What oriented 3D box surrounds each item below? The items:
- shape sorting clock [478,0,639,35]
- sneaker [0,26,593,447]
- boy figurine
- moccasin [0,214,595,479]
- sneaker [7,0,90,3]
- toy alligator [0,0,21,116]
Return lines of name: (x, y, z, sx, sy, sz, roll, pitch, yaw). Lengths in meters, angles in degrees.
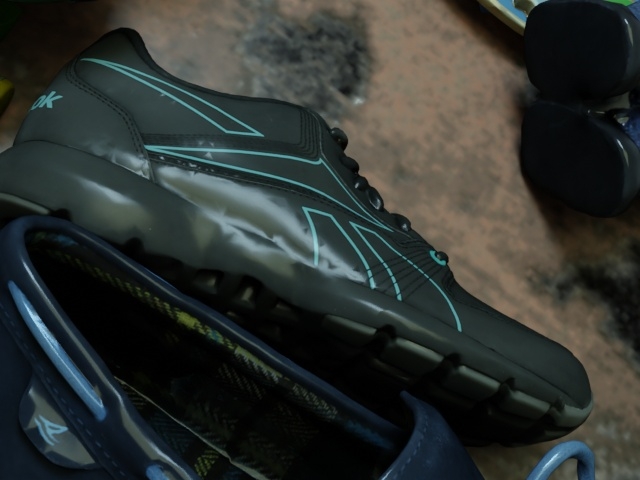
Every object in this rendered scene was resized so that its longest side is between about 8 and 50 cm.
shape sorting clock: (0.141, -0.188, 0.648, 0.206, 0.040, 0.206, 6, 70, -16)
sneaker: (0.000, 0.000, 0.505, 0.267, 0.101, 0.106, 26, 62, -9)
boy figurine: (0.242, -0.093, 0.606, 0.285, 0.092, 0.177, -13, 110, -23)
moccasin: (0.008, 0.111, 0.418, 0.342, 0.116, 0.137, 27, 31, 0)
sneaker: (-0.083, -0.247, 0.533, 0.146, 0.134, 0.343, 13, 74, 4)
toy alligator: (-0.181, -0.040, 0.488, 0.056, 0.051, 0.189, 36, 65, -2)
